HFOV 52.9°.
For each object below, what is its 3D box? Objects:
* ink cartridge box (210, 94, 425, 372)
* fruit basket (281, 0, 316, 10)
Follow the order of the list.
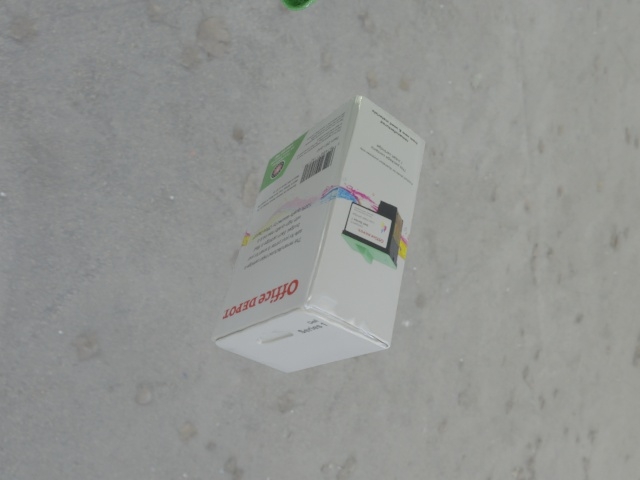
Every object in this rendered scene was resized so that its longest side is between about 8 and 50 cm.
[{"bbox_3d":[0.000,0.000,0.762,0.117,0.201,0.278,30,57,-25],"label":"ink cartridge box"},{"bbox_3d":[-0.017,-0.337,0.520,0.165,0.327,0.353,59,28,8],"label":"fruit basket"}]
